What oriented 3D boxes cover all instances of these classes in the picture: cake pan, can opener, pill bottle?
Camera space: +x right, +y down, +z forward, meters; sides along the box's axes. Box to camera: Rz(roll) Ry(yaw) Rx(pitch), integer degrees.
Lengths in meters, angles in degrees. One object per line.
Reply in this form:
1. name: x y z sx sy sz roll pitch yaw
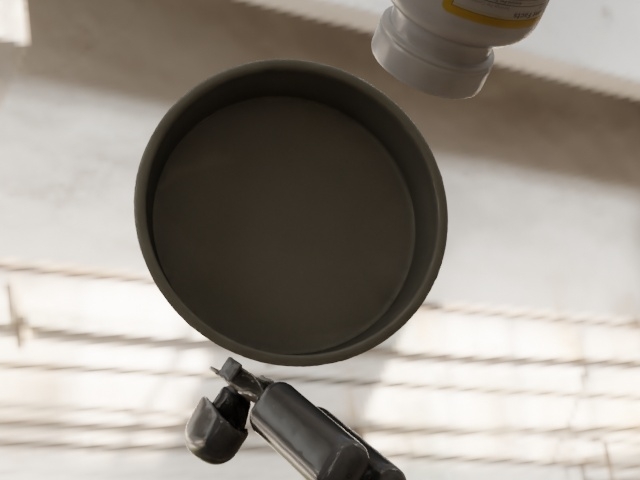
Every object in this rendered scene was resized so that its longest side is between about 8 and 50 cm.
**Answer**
1. cake pan: -0.029 -0.023 1.604 0.293 0.293 0.054 -4 -13 -13
2. can opener: -0.030 0.164 1.332 0.076 0.095 0.283 35 -2 -24
3. pill bottle: 0.096 -0.179 1.015 0.103 0.103 0.184 2 -51 -30
